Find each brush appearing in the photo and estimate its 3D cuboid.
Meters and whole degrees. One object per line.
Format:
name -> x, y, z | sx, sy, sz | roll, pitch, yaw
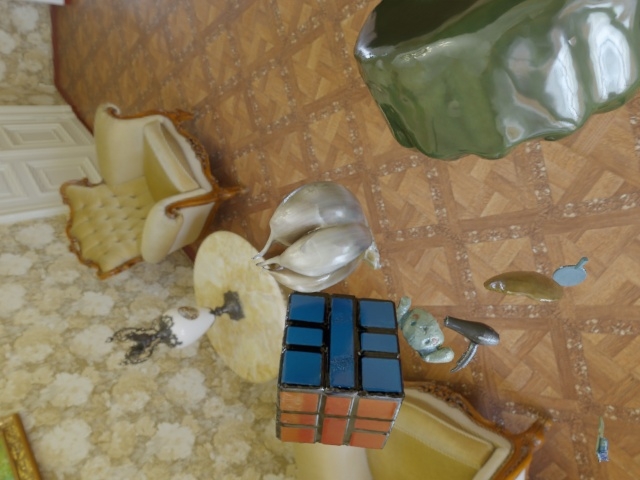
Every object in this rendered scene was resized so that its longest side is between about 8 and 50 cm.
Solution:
brush -> 0.836, 0.583, 1.302 | 0.030, 0.179, 0.033 | -25, 92, 39

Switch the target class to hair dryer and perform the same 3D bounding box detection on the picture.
hair dryer -> 0.588, 0.451, 1.834 | 0.236, 0.091, 0.271 | 20, 105, -1

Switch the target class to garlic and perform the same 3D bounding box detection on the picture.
garlic -> 0.000, 0.000, 0.981 | 0.237, 0.292, 0.210 | 123, 134, -57

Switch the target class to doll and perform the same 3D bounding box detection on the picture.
doll -> 0.281, 0.253, 1.224 | 0.214, 0.104, 0.071 | 55, 178, 14

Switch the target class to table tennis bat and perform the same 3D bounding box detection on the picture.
table tennis bat -> 0.855, 0.108, 1.493 | 0.100, 0.019, 0.155 | 15, 141, 6

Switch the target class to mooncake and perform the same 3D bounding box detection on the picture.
mooncake -> 0.224, -0.256, 0.548 | 0.357, 0.356, 0.194 | 2, 142, 48

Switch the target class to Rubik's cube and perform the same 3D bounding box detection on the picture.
Rubik's cube -> 0.039, 0.323, 1.101 | 0.288, 0.284, 0.293 | -87, 5, -50

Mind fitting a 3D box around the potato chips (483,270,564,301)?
potato chips -> 0.516, 0.106, 1.109 | 0.195, 0.208, 0.061 | -171, 83, -66
